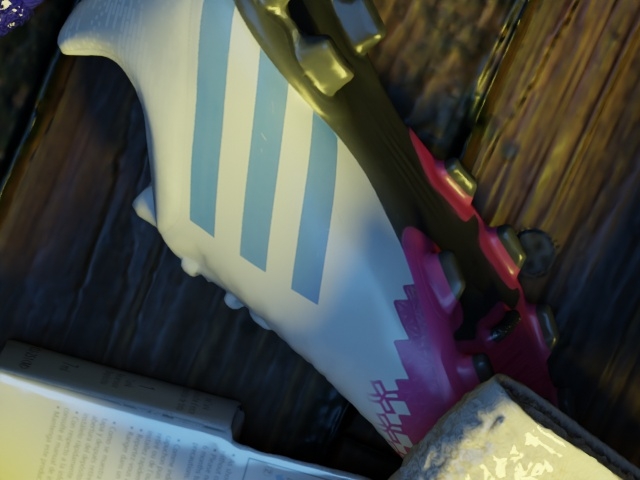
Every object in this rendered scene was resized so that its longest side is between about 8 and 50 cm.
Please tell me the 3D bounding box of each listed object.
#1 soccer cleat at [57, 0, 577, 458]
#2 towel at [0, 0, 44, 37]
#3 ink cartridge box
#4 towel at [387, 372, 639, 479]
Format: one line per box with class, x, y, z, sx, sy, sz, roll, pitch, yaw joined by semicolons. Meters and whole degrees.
soccer cleat;0.000;0.000;0.926;0.143;0.116;0.331;-22;103;29
towel;-0.154;-0.219;0.892;0.308;0.076;0.227;-29;100;8
ink cartridge box;-0.080;0.211;0.987;0.239;0.060;0.275;16;102;-1
towel;0.104;0.188;0.914;0.187;0.049;0.282;-46;127;12
